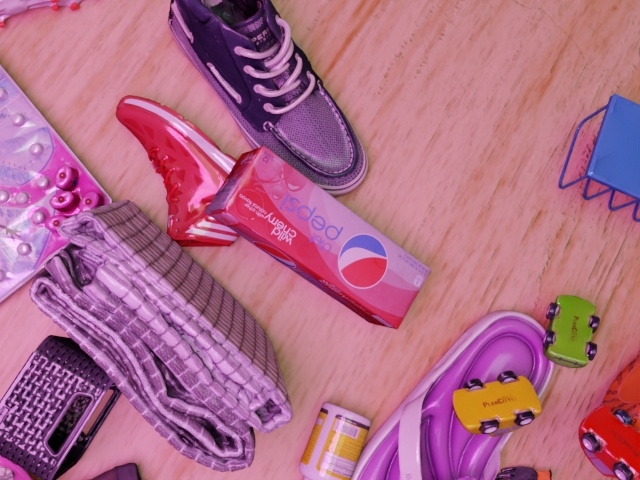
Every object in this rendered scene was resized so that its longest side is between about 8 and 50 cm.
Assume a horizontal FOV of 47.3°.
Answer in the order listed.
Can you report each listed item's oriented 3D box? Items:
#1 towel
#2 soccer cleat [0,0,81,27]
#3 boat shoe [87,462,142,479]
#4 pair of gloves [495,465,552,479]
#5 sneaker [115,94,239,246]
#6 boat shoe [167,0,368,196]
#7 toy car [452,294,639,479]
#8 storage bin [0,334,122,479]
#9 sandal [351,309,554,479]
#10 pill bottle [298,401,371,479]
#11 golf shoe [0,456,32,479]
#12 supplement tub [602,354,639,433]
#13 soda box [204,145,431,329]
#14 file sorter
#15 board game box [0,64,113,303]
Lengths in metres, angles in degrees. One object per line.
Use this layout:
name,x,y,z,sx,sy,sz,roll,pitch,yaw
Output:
towel,-0.167,0.093,0.773,0.121,0.235,0.284,-45,100,0
soccer cleat,-0.367,-0.322,0.917,0.196,0.068,0.076,-21,82,-8
boat shoe,-0.181,0.384,0.813,0.092,0.103,0.285,-30,81,-7
pair of gloves,0.252,0.318,0.904,0.074,0.010,0.083,-10,42,18
sneaker,-0.180,-0.073,0.894,0.221,0.087,0.128,34,76,-1
boat shoe,-0.063,-0.199,0.894,0.340,0.158,0.127,45,78,1
toy car,0.286,0.165,0.862,0.239,0.053,0.225,17,52,11
storage bin,-0.278,0.177,0.789,0.084,0.180,0.122,31,78,-2
sandal,0.151,0.259,0.881,0.169,0.102,0.416,31,78,-2
pill bottle,0.012,0.259,0.879,0.065,0.065,0.116,24,78,-4
golf shoe,-0.328,0.346,0.799,0.115,0.140,0.306,-24,107,-29
supplement tub,0.519,0.284,0.881,0.207,0.207,0.338,-42,89,-13
soda box,0.000,0.000,0.875,0.263,0.083,0.092,35,78,-19
file sorter,0.426,-0.095,0.980,0.170,0.104,0.118,23,78,-5
board game box,-0.512,-0.066,0.839,0.390,0.050,0.390,-40,89,-7
